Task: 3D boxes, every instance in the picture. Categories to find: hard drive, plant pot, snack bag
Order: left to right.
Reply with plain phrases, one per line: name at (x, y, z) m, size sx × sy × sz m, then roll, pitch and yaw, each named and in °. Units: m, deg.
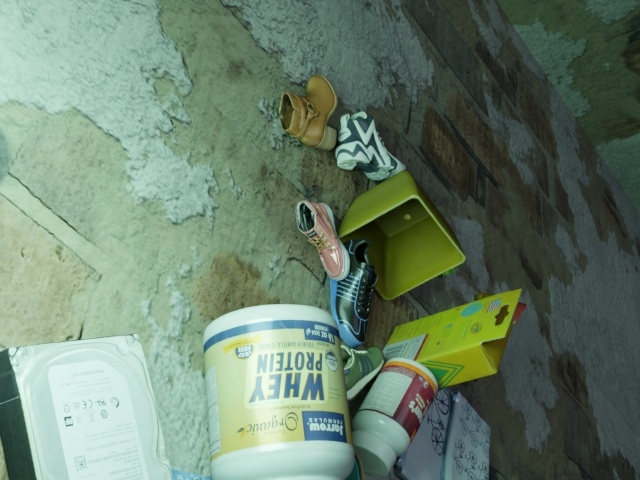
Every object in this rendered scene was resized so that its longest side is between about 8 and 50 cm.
hard drive at (-0.309, 0.302, 1.247) m, size 0.237 × 0.064 × 0.338 m, roll 2°, pitch 71°, yaw -56°
plant pot at (0.178, -0.033, 2.065) m, size 0.212 × 0.212 × 0.187 m, roll 49°, pitch 24°, yaw -28°
snack bag at (0.288, 0.469, 2.070) m, size 0.342 × 0.037 × 0.323 m, roll 48°, pitch 37°, yaw -29°

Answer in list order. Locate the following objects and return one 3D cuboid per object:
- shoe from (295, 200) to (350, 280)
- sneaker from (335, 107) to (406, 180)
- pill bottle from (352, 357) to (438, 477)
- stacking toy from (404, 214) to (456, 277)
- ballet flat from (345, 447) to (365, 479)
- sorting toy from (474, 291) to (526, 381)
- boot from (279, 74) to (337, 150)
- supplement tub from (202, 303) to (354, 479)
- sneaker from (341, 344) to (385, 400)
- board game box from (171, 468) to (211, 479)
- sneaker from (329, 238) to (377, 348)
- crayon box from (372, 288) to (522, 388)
shoe at (0.000, 0.000, 1.902) m, size 0.081 × 0.064 × 0.177 m, roll 9°, pitch 58°, yaw -53°
sneaker at (0.120, -0.236, 2.189) m, size 0.235 × 0.094 × 0.153 m, roll 9°, pitch 72°, yaw -43°
pill bottle at (0.136, 0.347, 1.802) m, size 0.121 × 0.121 × 0.221 m, roll 53°, pitch 50°, yaw -23°
stacking toy at (0.271, 0.014, 2.307) m, size 0.221 × 0.052 × 0.166 m, roll -4°, pitch 75°, yaw -58°
ballet flat at (0.032, 0.387, 1.645) m, size 0.073 × 0.080 × 0.232 m, roll 51°, pitch 11°, yaw -50°
sorting toy at (0.420, 0.231, 2.386) m, size 0.126 × 0.127 × 0.365 m, roll 39°, pitch 35°, yaw 8°
boot at (-0.033, -0.302, 2.026) m, size 0.152 × 0.073 × 0.197 m, roll 17°, pitch 55°, yaw -47°
supplement tub at (-0.067, 0.281, 1.466) m, size 0.228 × 0.228 × 0.316 m, roll 22°, pitch 53°, yaw -49°
sneaker at (0.067, 0.243, 1.845) m, size 0.192 × 0.064 × 0.086 m, roll -40°, pitch 110°, yaw -54°
board game box at (-0.202, 0.399, 1.388) m, size 0.090 × 0.020 × 0.090 m, roll 28°, pitch 50°, yaw -45°
sneaker at (0.076, 0.106, 1.918) m, size 0.081 × 0.091 × 0.232 m, roll 20°, pitch 55°, yaw -51°
crayon box at (0.281, 0.222, 1.940) m, size 0.081 × 0.319 × 0.202 m, roll 59°, pitch 33°, yaw -14°
